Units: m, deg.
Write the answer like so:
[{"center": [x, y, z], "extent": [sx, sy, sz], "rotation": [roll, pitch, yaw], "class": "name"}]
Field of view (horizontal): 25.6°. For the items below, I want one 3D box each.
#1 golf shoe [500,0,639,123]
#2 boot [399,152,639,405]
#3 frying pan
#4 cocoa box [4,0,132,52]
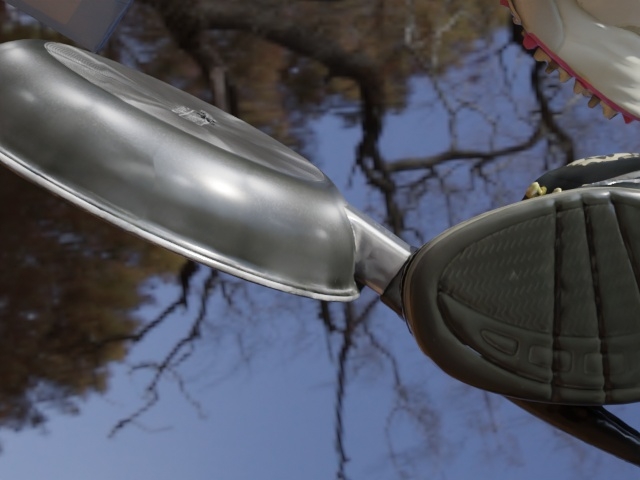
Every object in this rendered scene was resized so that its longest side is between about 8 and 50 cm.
[{"center": [0.110, -0.188, 0.726], "extent": [0.140, 0.306, 0.115], "rotation": [-43, -143, 20], "class": "golf shoe"}, {"center": [0.122, 0.008, 0.629], "extent": [0.178, 0.236, 0.085], "rotation": [-164, -113, -70], "class": "boot"}, {"center": [-0.014, -0.002, 0.563], "extent": [0.326, 0.197, 0.053], "rotation": [29, -81, 22], "class": "frying pan"}, {"center": [-0.167, -0.366, 1.063], "extent": [0.347, 0.231, 0.228], "rotation": [-47, -158, 38], "class": "cocoa box"}]
